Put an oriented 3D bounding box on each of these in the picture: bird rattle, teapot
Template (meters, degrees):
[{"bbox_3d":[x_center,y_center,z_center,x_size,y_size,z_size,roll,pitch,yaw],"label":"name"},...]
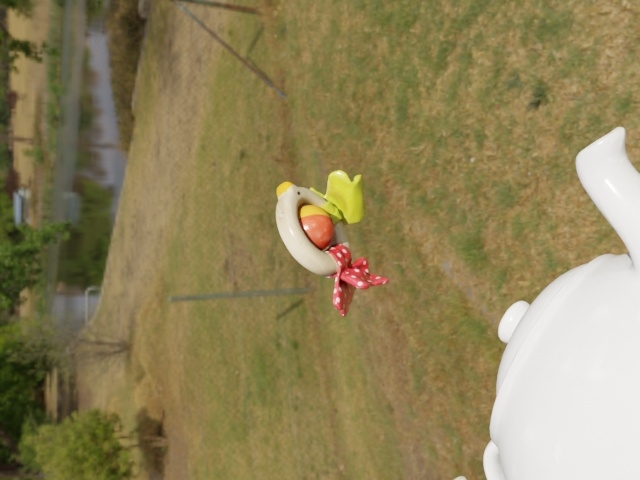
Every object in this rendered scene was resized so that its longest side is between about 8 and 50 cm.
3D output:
[{"bbox_3d":[0.000,0.000,1.189,0.143,0.206,0.254,-26,56,38],"label":"bird rattle"},{"bbox_3d":[0.198,0.104,0.444,0.187,0.252,0.256,32,90,36],"label":"teapot"}]

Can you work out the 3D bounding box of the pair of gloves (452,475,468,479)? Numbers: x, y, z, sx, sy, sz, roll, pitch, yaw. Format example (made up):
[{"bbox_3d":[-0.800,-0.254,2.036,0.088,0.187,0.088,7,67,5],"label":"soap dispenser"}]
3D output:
[{"bbox_3d":[0.355,0.692,1.628,0.204,0.042,0.240,130,140,-74],"label":"pair of gloves"}]
